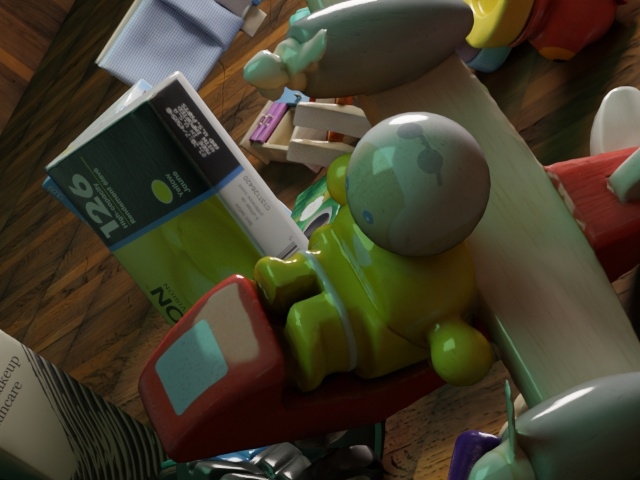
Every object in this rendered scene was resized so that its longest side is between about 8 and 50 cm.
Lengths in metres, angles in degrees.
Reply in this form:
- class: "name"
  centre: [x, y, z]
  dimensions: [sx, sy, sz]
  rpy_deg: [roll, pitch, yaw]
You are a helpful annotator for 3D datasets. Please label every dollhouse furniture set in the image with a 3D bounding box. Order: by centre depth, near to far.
- class: "dollhouse furniture set"
  centre: [0.010, -0.246, 1.767]
  dimensions: [0.259, 0.135, 0.262]
  rpy_deg: [105, 173, -62]
- class: "dollhouse furniture set"
  centre: [-0.141, -0.189, 1.973]
  dimensions: [0.286, 0.303, 0.198]
  rpy_deg: [-57, 19, -7]

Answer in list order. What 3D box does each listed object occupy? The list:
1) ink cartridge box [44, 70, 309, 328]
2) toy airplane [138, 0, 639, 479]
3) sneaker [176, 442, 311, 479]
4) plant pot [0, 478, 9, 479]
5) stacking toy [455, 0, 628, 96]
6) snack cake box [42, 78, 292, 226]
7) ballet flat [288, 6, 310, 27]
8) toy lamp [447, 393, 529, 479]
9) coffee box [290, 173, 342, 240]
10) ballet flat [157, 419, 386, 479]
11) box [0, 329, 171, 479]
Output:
- class: "ink cartridge box"
  centre: [-0.145, 0.010, 1.666]
  dimensions: [0.307, 0.303, 0.072]
  rpy_deg: [-27, 14, 50]
- class: "toy airplane"
  centre: [0.103, 0.000, 1.030]
  dimensions: [0.386, 0.272, 0.384]
  rpy_deg: [15, 69, 21]
- class: "sneaker"
  centre: [0.003, 0.255, 1.251]
  dimensions: [0.341, 0.125, 0.139]
  rpy_deg: [17, 112, 58]
- class: "plant pot"
  centre: [-0.292, 0.321, 1.536]
  dimensions: [0.215, 0.215, 0.230]
  rpy_deg: [-55, 35, -3]
- class: "stacking toy"
  centre: [0.174, -0.166, 1.601]
  dimensions: [0.309, 0.130, 0.279]
  rpy_deg: [-146, 66, -73]
- class: "snack cake box"
  centre: [-0.160, -0.036, 1.817]
  dimensions: [0.152, 0.264, 0.089]
  rpy_deg: [-37, 19, 38]
- class: "ballet flat"
  centre: [0.034, -0.274, 2.075]
  dimensions: [0.247, 0.083, 0.087]
  rpy_deg: [-14, 68, 60]
- class: "toy lamp"
  centre: [0.165, 0.095, 1.167]
  dimensions: [0.080, 0.080, 0.274]
  rpy_deg: [-15, 42, 60]
- class: "coffee box"
  centre: [0.000, 0.000, 1.736]
  dimensions: [0.113, 0.040, 0.184]
  rpy_deg: [-36, 26, 41]
- class: "ballet flat"
  centre: [-0.049, 0.209, 1.428]
  dimensions: [0.280, 0.095, 0.096]
  rpy_deg: [-29, 68, 44]
- class: "box"
  centre: [-0.267, 0.208, 1.649]
  dimensions: [0.094, 0.275, 0.113]
  rpy_deg: [-19, 41, 54]
